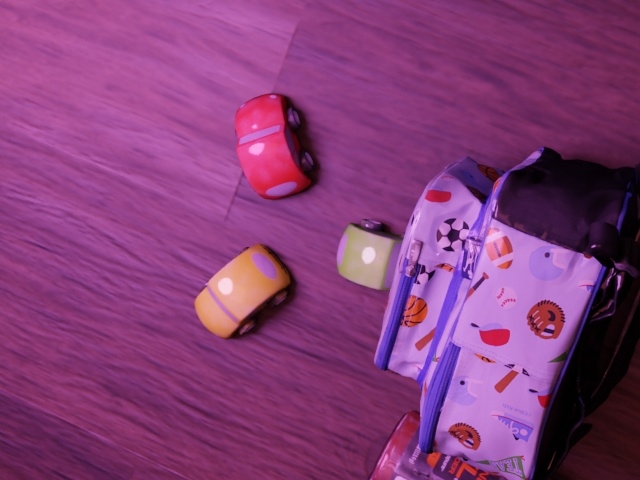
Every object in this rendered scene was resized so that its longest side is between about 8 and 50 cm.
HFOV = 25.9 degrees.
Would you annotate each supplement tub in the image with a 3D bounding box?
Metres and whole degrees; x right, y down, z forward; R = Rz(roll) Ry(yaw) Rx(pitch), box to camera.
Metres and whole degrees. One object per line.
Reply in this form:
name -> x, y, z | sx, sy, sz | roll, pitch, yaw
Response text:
supplement tub -> 0.143, 0.237, 1.234 | 0.198, 0.106, 0.106 | 26, 101, 11

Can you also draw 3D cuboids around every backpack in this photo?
backpack -> 0.159, 0.062, 1.144 | 0.213, 0.276, 0.263 | 14, 105, 19

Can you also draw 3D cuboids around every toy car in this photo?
toy car -> 0.000, 0.000, 1.279 | 0.225, 0.053, 0.239 | 16, 99, 14
